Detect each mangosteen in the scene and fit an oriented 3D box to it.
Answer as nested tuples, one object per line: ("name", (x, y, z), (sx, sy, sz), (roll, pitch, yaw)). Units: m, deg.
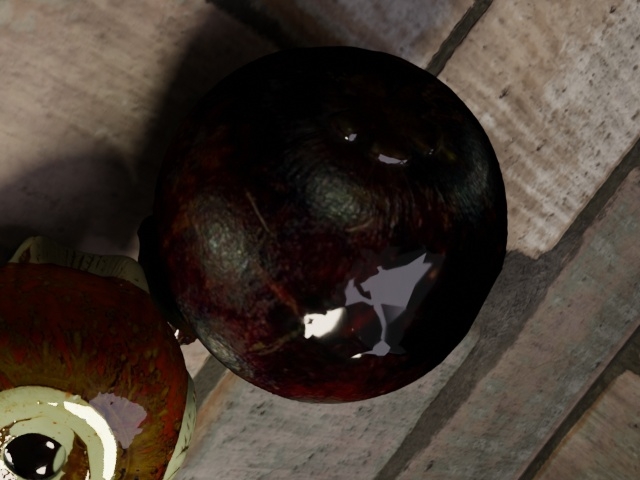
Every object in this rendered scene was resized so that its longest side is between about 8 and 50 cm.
("mangosteen", (0.004, -0.008, 1.030), (0.330, 0.330, 0.330), (-35, 148, -26))

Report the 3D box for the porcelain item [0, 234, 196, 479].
("porcelain item", (-0.224, 0.118, 0.990), (0.253, 0.253, 0.253), (-35, 148, -26))
